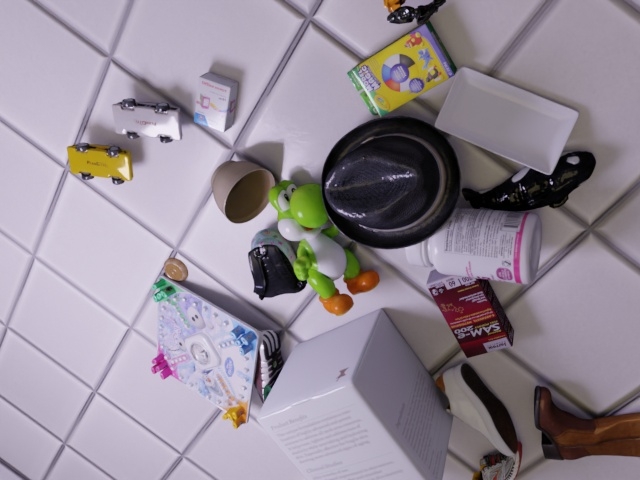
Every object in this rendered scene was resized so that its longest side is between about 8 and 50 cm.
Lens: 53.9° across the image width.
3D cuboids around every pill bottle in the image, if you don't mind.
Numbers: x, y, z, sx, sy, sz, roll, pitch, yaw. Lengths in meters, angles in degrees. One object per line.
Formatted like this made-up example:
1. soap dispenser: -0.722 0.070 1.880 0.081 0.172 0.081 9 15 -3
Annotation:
1. pill bottle: 0.351 0.006 1.450 0.282 0.160 0.161 6 120 29

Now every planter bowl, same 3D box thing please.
1. planter bowl: -0.213 -0.139 1.613 0.109 0.162 0.162 39 128 29

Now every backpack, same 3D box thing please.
1. backpack: -0.127 0.059 1.694 0.151 0.115 0.182 -16 125 9

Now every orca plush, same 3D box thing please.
1. orca plush: 0.454 -0.118 1.385 0.287 0.102 0.151 -5 115 23

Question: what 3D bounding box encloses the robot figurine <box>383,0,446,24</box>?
1. robot figurine: 0.216 -0.563 1.244 0.290 0.085 0.211 -23 107 29

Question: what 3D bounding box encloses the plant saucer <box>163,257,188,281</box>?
1. plant saucer: -0.439 0.092 1.898 0.083 0.015 0.084 9 120 17

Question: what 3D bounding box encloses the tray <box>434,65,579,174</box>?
1. tray: 0.397 -0.257 1.352 0.270 0.030 0.145 24 98 7

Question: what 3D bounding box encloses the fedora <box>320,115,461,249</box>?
1. fedora: 0.132 -0.122 1.382 0.333 0.152 0.334 4 99 25

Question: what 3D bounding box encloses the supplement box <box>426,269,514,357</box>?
1. supplement box: 0.380 0.172 1.591 0.130 0.073 0.239 -23 108 29

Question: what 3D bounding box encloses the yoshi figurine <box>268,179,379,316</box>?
1. yoshi figurine: 0.008 0.001 1.584 0.203 0.203 0.362 -30 102 16

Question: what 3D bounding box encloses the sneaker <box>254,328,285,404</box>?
1. sneaker: -0.197 0.373 1.924 0.162 0.106 0.282 15 121 29

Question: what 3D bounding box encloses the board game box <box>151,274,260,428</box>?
1. board game box: -0.371 0.348 1.933 0.389 0.050 0.390 26 126 23

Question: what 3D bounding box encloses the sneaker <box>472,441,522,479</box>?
1. sneaker: 0.505 0.649 1.796 0.092 0.088 0.225 26 123 8

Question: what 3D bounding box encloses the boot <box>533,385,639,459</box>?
1. boot: 0.702 0.470 1.617 0.280 0.096 0.264 -10 113 25

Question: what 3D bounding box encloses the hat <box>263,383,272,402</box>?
1. hat: -0.056 0.477 1.837 0.183 0.208 0.173 -13 98 -20

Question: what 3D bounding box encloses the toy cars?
1. toy cars: -0.516 -0.272 1.691 0.393 0.087 0.176 -31 108 28

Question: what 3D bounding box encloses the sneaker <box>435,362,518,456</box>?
1. sneaker: 0.426 0.471 1.728 0.123 0.106 0.290 -34 91 37

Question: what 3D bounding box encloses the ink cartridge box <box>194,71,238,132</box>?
1. ink cartridge box: -0.260 -0.345 1.567 0.088 0.052 0.123 21 121 10

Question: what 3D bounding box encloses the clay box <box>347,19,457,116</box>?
1. clay box: 0.171 -0.368 1.386 0.222 0.053 0.127 -26 107 30

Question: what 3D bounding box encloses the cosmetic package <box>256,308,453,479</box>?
1. cosmetic package: 0.110 0.471 1.707 0.329 0.327 0.394 -28 105 31
